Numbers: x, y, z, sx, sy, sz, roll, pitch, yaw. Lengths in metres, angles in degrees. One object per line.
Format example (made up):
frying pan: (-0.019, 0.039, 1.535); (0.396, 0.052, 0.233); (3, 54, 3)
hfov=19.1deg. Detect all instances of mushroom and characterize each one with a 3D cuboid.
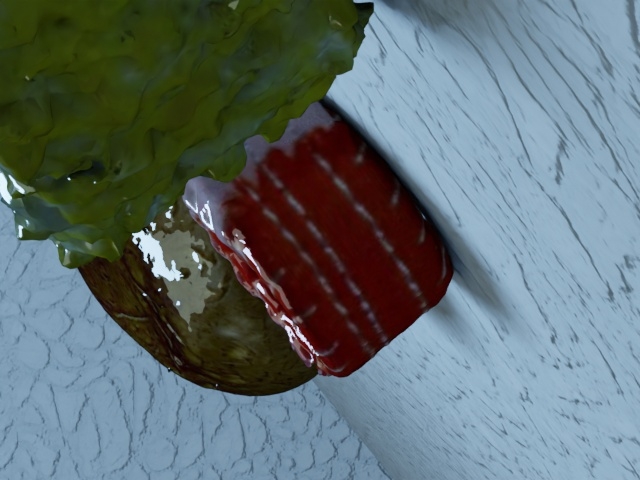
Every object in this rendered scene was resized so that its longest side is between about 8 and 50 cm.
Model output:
mushroom: (-0.102, -0.025, 1.582); (0.345, 0.239, 0.345); (24, 149, 15)

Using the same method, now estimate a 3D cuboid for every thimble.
thimble: (-0.003, -0.004, 1.357); (0.189, 0.125, 0.163); (52, 174, -14)

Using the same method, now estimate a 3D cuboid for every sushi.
sushi: (-0.168, -0.185, 0.917); (0.396, 0.240, 0.351); (44, 171, 21)
